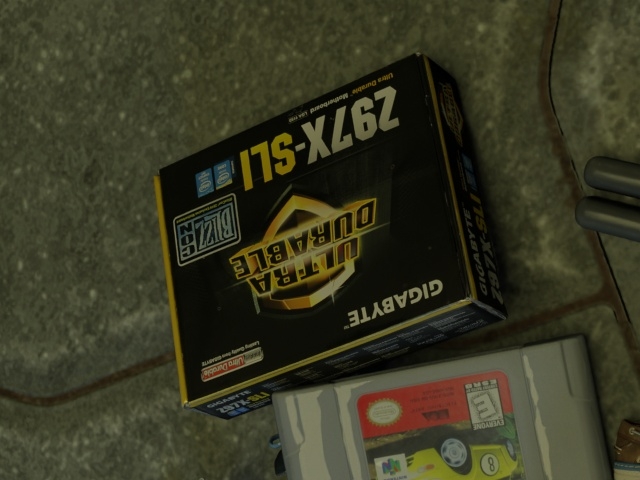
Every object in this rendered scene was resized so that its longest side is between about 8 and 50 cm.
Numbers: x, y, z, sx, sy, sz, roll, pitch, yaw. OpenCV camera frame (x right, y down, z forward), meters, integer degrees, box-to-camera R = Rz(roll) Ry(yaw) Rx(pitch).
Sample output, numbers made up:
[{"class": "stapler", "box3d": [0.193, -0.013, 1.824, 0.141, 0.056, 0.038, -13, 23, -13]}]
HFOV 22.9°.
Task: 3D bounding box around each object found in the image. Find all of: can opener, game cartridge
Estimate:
[{"class": "can opener", "box3d": [0.350, -0.012, 1.352, 0.283, 0.095, 0.076, 15, 99, 26]}, {"class": "game cartridge", "box3d": [0.116, 0.207, 1.449, 0.294, 0.060, 0.196, -12, 92, 4]}]

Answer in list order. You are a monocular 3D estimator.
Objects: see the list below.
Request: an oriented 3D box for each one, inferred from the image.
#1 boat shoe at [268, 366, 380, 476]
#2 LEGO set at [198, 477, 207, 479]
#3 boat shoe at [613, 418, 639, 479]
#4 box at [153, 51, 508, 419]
[{"class": "boat shoe", "box3d": [-0.012, 0.226, 1.546, 0.089, 0.109, 0.258, 20, 99, 29]}, {"class": "LEGO set", "box3d": [-0.071, 0.363, 1.595, 0.244, 0.060, 0.182, 59, 148, 13]}, {"class": "boat shoe", "box3d": [0.343, 0.183, 1.382, 0.183, 0.066, 0.066, -4, 90, 27]}, {"class": "box", "box3d": [0.000, 0.000, 1.503, 0.322, 0.079, 0.257, -22, 62, 27]}]
